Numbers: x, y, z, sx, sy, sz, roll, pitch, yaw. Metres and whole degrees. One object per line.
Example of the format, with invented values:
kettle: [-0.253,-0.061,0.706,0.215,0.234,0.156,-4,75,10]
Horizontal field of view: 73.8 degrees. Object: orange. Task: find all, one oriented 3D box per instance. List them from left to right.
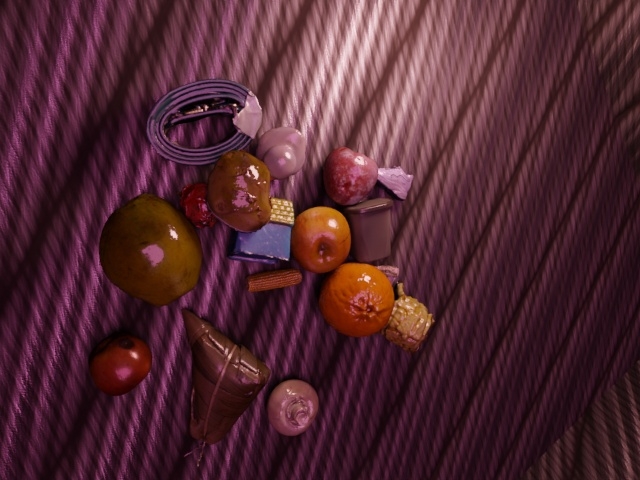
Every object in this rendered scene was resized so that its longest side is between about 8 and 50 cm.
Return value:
orange: [0.163,0.262,1.884,0.340,0.293,0.341,-2,98,-12]

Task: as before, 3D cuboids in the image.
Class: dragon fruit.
dragon fruit: [-0.461,-0.140,1.674,0.172,0.172,0.209,-35,67,-11]

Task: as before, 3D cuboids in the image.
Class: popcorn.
popcorn: [0.403,0.389,2.020,0.236,0.293,0.293,26,89,9]

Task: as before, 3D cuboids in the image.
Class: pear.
pear: [-0.620,0.036,1.571,0.351,0.352,0.414,-28,96,-13]

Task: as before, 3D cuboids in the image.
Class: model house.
model house: [-0.246,-0.058,1.747,0.237,0.215,0.304,9,86,-19]

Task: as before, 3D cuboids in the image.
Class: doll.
doll: [-0.157,-0.346,1.730,0.221,0.221,0.251,42,83,-20]

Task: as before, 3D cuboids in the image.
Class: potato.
potato: [-0.288,-0.197,1.569,0.246,0.196,0.300,-9,63,-32]

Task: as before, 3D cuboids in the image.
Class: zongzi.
zongzi: [-0.520,0.601,1.802,0.466,0.218,0.500,38,97,5]

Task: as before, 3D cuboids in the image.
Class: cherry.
cherry: [0.130,-0.291,1.838,0.235,0.213,0.286,15,92,13]

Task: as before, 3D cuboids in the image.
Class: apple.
apple: [-0.773,0.472,1.637,0.229,0.230,0.230,-3,99,-19]
apple: [0.000,0.000,1.804,0.285,0.233,0.286,-3,118,-5]

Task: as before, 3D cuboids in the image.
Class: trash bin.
trash bin: [0.210,-0.052,1.905,0.219,0.219,0.250,-13,109,-15]

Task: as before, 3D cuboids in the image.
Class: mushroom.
mushroom: [-0.117,0.754,1.918,0.245,0.202,0.246,0,89,-25]

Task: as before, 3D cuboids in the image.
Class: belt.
belt: [-0.443,-0.450,1.636,0.436,0.173,0.301,-20,113,-12]

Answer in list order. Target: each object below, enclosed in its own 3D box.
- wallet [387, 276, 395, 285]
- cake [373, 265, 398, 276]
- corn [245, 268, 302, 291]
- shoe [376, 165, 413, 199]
wallet: [0.334,0.216,2.091,0.044,0.011,0.083,25,90,-21]
cake: [0.307,0.146,2.065,0.139,0.055,0.051,5,98,-2]
corn: [-0.204,0.171,1.860,0.248,0.081,0.081,-7,101,-18]
shoe: [0.326,-0.296,1.973,0.245,0.095,0.138,32,83,-24]
